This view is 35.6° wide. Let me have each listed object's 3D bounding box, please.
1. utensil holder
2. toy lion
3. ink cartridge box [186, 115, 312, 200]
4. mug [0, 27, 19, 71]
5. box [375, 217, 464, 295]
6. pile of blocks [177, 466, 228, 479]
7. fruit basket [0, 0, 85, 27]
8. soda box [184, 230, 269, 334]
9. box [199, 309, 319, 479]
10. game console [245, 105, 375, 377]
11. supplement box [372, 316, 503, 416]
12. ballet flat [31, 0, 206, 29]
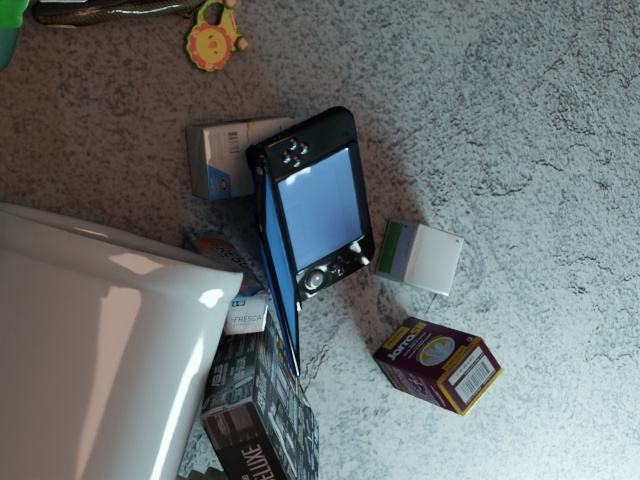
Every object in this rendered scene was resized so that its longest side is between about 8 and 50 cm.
[{"bbox_3d":[-0.302,0.177,1.221,0.327,0.327,0.386,15,92,-33],"label":"utensil holder"},{"bbox_3d":[-0.151,-0.294,1.418,0.096,0.034,0.100,-21,108,-20],"label":"toy lion"},{"bbox_3d":[-0.098,-0.124,1.454,0.181,0.061,0.104,-11,104,-30],"label":"ink cartridge box"},{"bbox_3d":[-0.440,-0.251,1.180,0.157,0.129,0.097,1,130,-28],"label":"mug"},{"bbox_3d":[0.161,0.026,1.624,0.102,0.087,0.101,17,88,-33],"label":"box"},{"bbox_3d":[-0.153,0.477,1.500,0.113,0.148,0.362,-62,147,-62],"label":"pile of blocks"},{"bbox_3d":[-0.448,-0.407,1.094,0.327,0.165,0.353,-6,70,-31],"label":"fruit basket"},{"bbox_3d":[-0.134,0.055,1.382,0.058,0.183,0.063,-5,121,-27],"label":"soda box"},{"bbox_3d":[-0.075,0.255,1.388,0.076,0.307,0.243,-20,111,7],"label":"box"},{"bbox_3d":[0.000,0.000,1.421,0.250,0.173,0.293,-28,131,-21],"label":"game console"},{"bbox_3d":[0.186,0.199,1.605,0.104,0.188,0.081,-45,116,-19],"label":"supplement box"},{"bbox_3d":[-0.260,-0.308,1.325,0.249,0.084,0.058,-20,131,-32],"label":"ballet flat"}]
